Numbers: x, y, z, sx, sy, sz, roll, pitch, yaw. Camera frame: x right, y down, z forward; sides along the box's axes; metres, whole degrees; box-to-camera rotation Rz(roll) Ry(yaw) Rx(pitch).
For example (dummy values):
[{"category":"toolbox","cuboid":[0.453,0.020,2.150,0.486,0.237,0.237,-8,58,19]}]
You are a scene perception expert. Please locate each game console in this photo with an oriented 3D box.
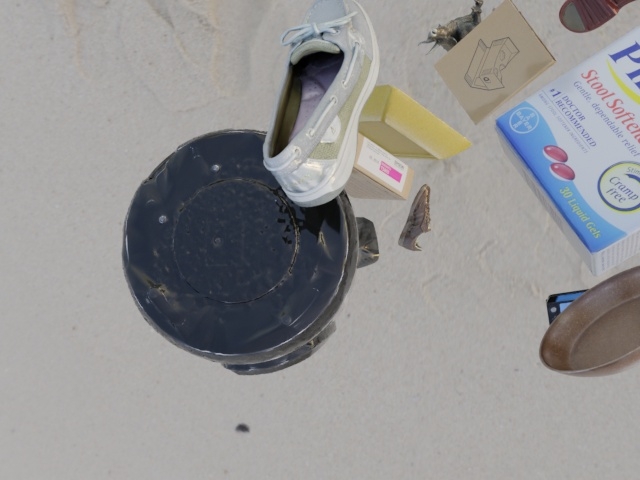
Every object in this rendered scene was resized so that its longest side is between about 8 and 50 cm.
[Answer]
[{"category":"game console","cuboid":[0.543,0.144,1.316,0.122,0.071,0.107,-9,103,13]}]

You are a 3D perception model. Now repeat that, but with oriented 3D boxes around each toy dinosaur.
[{"category":"toy dinosaur","cuboid":[0.442,-0.564,1.746,0.314,0.121,0.160,17,133,-16]}]

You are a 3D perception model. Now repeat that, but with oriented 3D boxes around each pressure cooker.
[{"category":"pressure cooker","cuboid":[-0.108,0.025,1.102,0.370,0.420,0.375,33,85,6]}]

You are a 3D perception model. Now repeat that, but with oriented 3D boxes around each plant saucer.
[{"category":"plant saucer","cuboid":[0.356,0.101,0.747,0.198,0.198,0.036,-37,95,28]},{"category":"plant saucer","cuboid":[0.203,-0.318,1.784,0.333,0.333,0.081,27,85,-32]}]

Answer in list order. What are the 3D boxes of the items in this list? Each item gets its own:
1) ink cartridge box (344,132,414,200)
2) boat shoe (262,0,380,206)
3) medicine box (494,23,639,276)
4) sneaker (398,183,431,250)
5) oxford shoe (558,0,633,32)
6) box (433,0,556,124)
[{"category":"ink cartridge box","cuboid":[0.087,-0.181,1.556,0.193,0.088,0.235,6,165,47]},{"category":"boat shoe","cuboid":[-0.004,-0.200,0.794,0.118,0.320,0.103,-4,151,31]},{"category":"medicine box","cuboid":[0.461,-0.140,0.940,0.289,0.149,0.263,-34,64,12]},{"category":"sneaker","cuboid":[0.274,-0.059,1.701,0.071,0.066,0.188,24,113,13]},{"category":"oxford shoe","cuboid":[0.660,-0.568,1.292,0.123,0.130,0.348,44,146,-22]},{"category":"box","cuboid":[0.355,-0.365,1.294,0.201,0.021,0.164,-39,76,34]}]
